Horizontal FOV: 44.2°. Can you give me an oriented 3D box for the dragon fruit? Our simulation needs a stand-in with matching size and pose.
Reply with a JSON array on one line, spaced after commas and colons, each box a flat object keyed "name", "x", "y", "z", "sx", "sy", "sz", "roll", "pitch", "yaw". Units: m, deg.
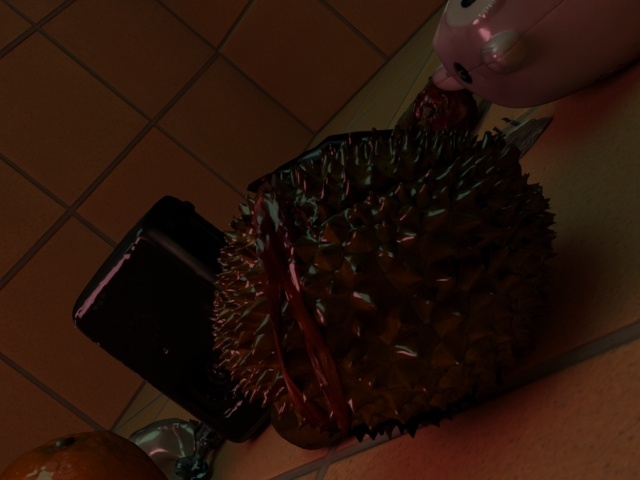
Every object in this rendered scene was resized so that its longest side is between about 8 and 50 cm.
[{"name": "dragon fruit", "x": 0.273, "y": -0.283, "z": 1.609, "sx": 0.246, "sy": 0.125, "sz": 0.125, "roll": -51, "pitch": -11, "yaw": -36}]

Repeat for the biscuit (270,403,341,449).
[{"name": "biscuit", "x": 0.077, "y": 0.126, "z": 1.122, "sx": 0.394, "sy": 0.070, "sz": 0.350, "roll": -54, "pitch": 13, "yaw": -16}]

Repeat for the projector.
[{"name": "projector", "x": -0.219, "y": 0.123, "z": 1.488, "sx": 0.242, "sy": 0.395, "sz": 0.405, "roll": -51, "pitch": 10, "yaw": 6}]

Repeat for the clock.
[{"name": "clock", "x": 0.347, "y": -0.346, "z": 1.121, "sx": 0.376, "sy": 0.250, "sz": 0.368, "roll": -45, "pitch": 10, "yaw": -4}]

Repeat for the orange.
[{"name": "orange", "x": -0.382, "y": 0.459, "z": 1.268, "sx": 0.312, "sy": 0.312, "sz": 0.312, "roll": -49, "pitch": 10, "yaw": 12}]

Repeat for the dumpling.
[{"name": "dumpling", "x": -0.327, "y": 0.455, "z": 1.623, "sx": 0.247, "sy": 0.142, "sz": 0.173, "roll": -31, "pitch": 56, "yaw": 44}]

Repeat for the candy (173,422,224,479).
[{"name": "candy", "x": -0.210, "y": 0.381, "z": 1.527, "sx": 0.094, "sy": 0.051, "sz": 0.226, "roll": -19, "pitch": 24, "yaw": 25}]

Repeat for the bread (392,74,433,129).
[{"name": "bread", "x": 0.202, "y": -0.260, "z": 1.778, "sx": 0.301, "sy": 0.045, "sz": 0.301, "roll": -51, "pitch": -5, "yaw": -6}]

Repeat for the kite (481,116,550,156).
[{"name": "kite", "x": 0.307, "y": -0.166, "z": 1.314, "sx": 0.127, "sy": 0.016, "sz": 0.229, "roll": -46, "pitch": 11, "yaw": 8}]

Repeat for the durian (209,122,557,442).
[{"name": "durian", "x": 0.057, "y": 0.034, "z": 0.823, "sx": 0.384, "sy": 0.347, "sz": 0.347, "roll": -43, "pitch": 12, "yaw": 15}]
